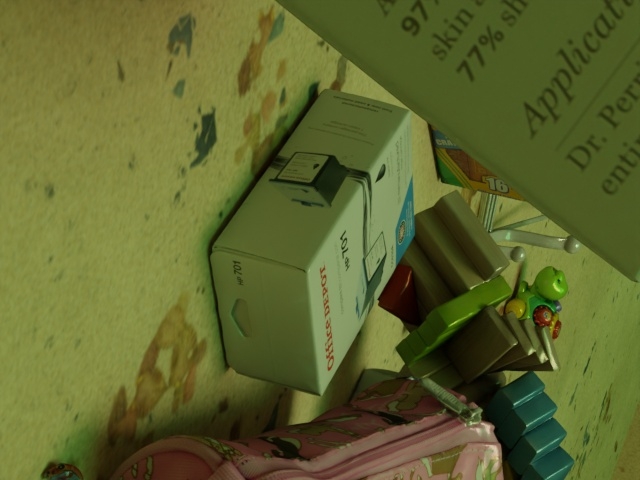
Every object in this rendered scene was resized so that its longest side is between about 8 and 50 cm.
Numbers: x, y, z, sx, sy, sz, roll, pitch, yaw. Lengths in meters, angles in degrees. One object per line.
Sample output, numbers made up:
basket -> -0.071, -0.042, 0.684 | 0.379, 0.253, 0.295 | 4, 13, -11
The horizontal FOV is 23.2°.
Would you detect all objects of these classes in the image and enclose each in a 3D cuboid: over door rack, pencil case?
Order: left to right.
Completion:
pencil case -> -0.004, 0.196, 1.148 | 0.386, 0.160, 0.167 | -6, 105, -60
over door rack -> 0.287, -0.118, 1.824 | 0.324, 0.108, 0.239 | -27, 130, -64

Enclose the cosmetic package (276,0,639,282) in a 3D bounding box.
cosmetic package -> 0.137, -0.239, 0.782 | 0.329, 0.394, 0.327 | -54, 165, 19

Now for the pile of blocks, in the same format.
pile of blocks -> 0.129, 0.145, 1.379 | 0.113, 0.149, 0.362 | -26, 99, -35

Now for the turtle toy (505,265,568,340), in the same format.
turtle toy -> 0.279, 0.093, 2.011 | 0.095, 0.066, 0.130 | -31, 133, -62

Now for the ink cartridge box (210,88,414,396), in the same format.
ink cartridge box -> 0.000, 0.000, 1.187 | 0.139, 0.082, 0.190 | 85, 27, -44

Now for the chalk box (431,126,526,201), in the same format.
chalk box -> 0.185, -0.150, 1.495 | 0.213, 0.132, 0.132 | 70, 40, -56

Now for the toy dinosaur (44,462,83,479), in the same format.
toy dinosaur -> -0.169, 0.181, 0.961 | 0.090, 0.047, 0.082 | -46, -159, 54

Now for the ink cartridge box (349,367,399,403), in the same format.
ink cartridge box -> 0.044, 0.365, 1.507 | 0.385, 0.091, 0.308 | -61, 147, -28
